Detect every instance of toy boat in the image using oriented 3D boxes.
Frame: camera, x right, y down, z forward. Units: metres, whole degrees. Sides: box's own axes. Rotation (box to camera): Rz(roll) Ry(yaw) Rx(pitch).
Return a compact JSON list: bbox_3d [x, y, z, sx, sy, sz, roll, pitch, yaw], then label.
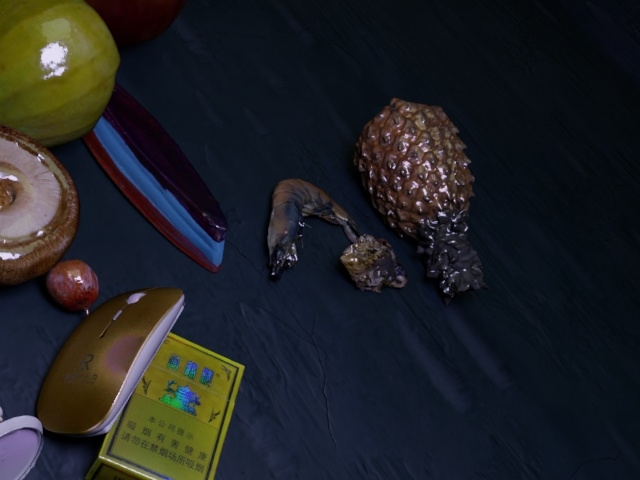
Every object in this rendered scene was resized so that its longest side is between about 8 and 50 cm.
[{"bbox_3d":[-0.261,-0.116,1.469,0.136,0.079,0.392,-19,61,-45],"label":"toy boat"}]

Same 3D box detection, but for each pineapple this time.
[{"bbox_3d":[0.200,-0.064,1.675,0.202,0.202,0.362,-2,59,-39],"label":"pineapple"}]

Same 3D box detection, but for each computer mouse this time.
[{"bbox_3d":[-0.256,0.136,1.161,0.245,0.126,0.056,-62,139,-43],"label":"computer mouse"}]

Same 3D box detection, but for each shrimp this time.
[{"bbox_3d":[0.000,0.000,1.560,0.198,0.051,0.262,27,36,-13],"label":"shrimp"}]

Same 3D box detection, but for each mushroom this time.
[{"bbox_3d":[-0.421,-0.039,1.220,0.194,0.138,0.231,6,56,-42],"label":"mushroom"}]

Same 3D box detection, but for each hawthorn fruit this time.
[{"bbox_3d":[-0.316,0.073,1.234,0.067,0.067,0.103,-18,70,-46],"label":"hawthorn fruit"}]

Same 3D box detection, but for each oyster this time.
[{"bbox_3d":[0.090,0.037,1.566,0.148,0.051,0.103,-11,81,-43],"label":"oyster"}]

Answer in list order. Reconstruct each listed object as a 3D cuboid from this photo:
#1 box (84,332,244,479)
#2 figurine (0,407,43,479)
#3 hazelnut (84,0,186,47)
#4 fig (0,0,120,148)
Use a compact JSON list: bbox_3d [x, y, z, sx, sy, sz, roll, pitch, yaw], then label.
[{"bbox_3d":[-0.188,0.222,1.174,0.141,0.064,0.220,25,41,-12],"label":"box"},{"bbox_3d":[-0.394,0.199,1.011,0.154,0.132,0.132,37,36,21],"label":"figurine"},{"bbox_3d":[-0.370,-0.534,1.555,0.353,0.420,0.421,13,41,-3],"label":"hazelnut"},{"bbox_3d":[-0.423,-0.234,1.330,0.239,0.239,0.271,44,53,10],"label":"fig"}]
